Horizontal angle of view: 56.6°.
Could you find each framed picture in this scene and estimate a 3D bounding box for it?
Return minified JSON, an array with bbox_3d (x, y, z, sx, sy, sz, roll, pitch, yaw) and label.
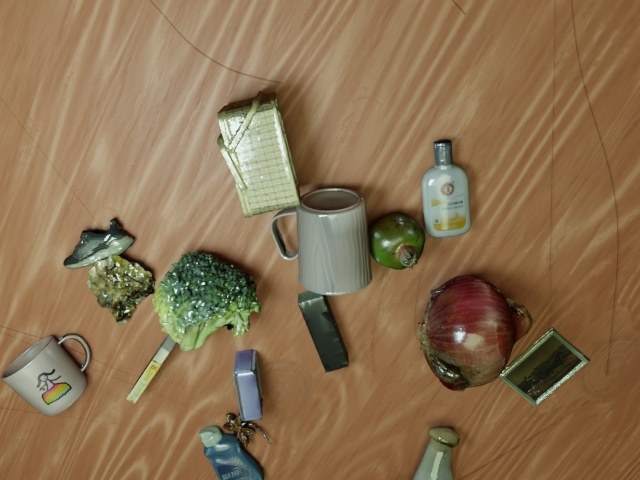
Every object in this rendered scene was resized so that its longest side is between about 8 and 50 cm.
[{"bbox_3d":[0.760,0.437,2.024,0.197,0.014,0.252,39,105,-13],"label":"framed picture"}]

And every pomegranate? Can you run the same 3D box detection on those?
[{"bbox_3d":[0.232,0.015,1.769,0.180,0.209,0.179,-5,122,-8],"label":"pomegranate"}]

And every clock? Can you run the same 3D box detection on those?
[{"bbox_3d":[-0.237,0.477,1.969,0.073,0.144,0.193,-7,109,-3],"label":"clock"}]

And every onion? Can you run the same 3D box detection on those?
[{"bbox_3d":[0.439,0.276,1.804,0.354,0.353,0.353,0,110,0],"label":"onion"}]

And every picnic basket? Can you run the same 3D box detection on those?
[{"bbox_3d":[-0.176,-0.246,1.666,0.176,0.228,0.312,-13,110,2],"label":"picnic basket"}]

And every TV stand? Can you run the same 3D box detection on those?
[{"bbox_3d":[0.013,0.292,1.936,0.088,0.082,0.269,-19,110,6],"label":"TV stand"}]

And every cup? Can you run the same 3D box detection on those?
[{"bbox_3d":[-0.864,0.428,1.946,0.253,0.192,0.200,-43,111,-20],"label":"cup"},{"bbox_3d":[0.014,-0.007,1.767,0.208,0.288,0.272,-27,125,-37],"label":"cup"}]

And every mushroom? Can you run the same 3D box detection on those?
[{"bbox_3d":[0.418,0.795,2.114,0.159,0.122,0.328,-6,116,-36],"label":"mushroom"}]

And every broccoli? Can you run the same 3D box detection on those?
[{"bbox_3d":[-0.342,0.207,1.771,0.294,0.347,0.280,26,118,-3],"label":"broccoli"}]

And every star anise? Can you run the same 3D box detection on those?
[{"bbox_3d":[-0.252,0.664,2.072,0.191,0.070,0.097,37,104,8],"label":"star anise"}]

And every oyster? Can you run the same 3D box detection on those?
[{"bbox_3d":[-0.630,0.148,1.857,0.214,0.083,0.223,-42,126,18],"label":"oyster"}]

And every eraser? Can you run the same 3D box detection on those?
[{"bbox_3d":[-0.537,0.400,1.933,0.038,0.157,0.230,34,107,-8],"label":"eraser"}]

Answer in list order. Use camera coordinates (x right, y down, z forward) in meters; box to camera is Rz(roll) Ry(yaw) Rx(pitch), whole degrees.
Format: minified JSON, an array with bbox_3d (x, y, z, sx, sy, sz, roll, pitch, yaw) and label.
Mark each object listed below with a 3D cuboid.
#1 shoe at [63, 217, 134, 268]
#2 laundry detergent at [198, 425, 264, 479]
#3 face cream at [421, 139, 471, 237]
[{"bbox_3d":[-0.692,0.010,1.832,0.228,0.099,0.112,-19,102,3],"label":"shoe"},{"bbox_3d":[-0.324,0.773,2.103,0.144,0.094,0.289,-26,108,14],"label":"laundry detergent"},{"bbox_3d":[0.375,-0.154,1.779,0.144,0.071,0.290,-6,109,2],"label":"face cream"}]
